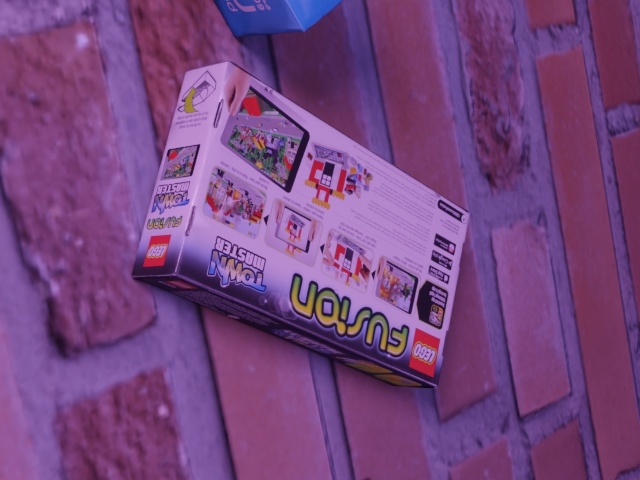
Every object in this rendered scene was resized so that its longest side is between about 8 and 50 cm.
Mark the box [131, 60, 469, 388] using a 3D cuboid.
[{"bbox_3d":[0.000,0.000,0.596,0.207,0.036,0.114,28,68,-41],"label":"box"}]

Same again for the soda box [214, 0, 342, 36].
[{"bbox_3d":[-0.054,-0.204,0.520,0.067,0.071,0.210,-43,118,-21],"label":"soda box"}]
